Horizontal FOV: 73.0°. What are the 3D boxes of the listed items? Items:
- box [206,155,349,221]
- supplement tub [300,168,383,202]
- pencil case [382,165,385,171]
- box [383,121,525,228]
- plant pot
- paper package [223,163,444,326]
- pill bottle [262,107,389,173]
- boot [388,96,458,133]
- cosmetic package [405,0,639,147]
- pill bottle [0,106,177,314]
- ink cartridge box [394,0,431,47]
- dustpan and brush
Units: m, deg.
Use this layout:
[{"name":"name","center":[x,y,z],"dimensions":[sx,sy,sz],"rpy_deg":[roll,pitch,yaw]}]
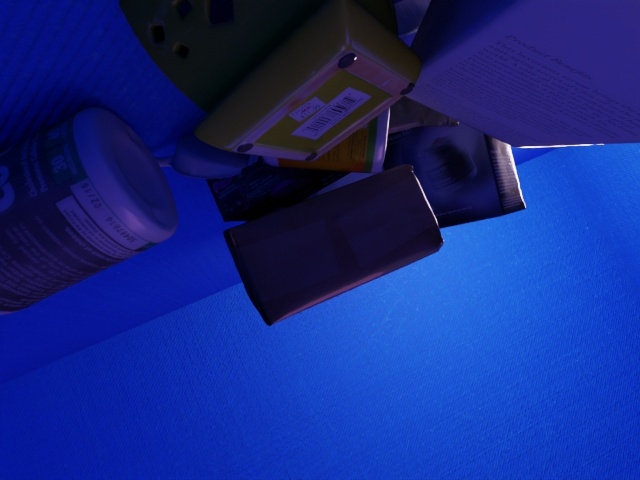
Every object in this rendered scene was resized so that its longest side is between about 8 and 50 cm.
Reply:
[{"name":"box","center":[-0.087,-0.152,0.891],"dimensions":[0.248,0.141,0.163],"rpy_deg":[-27,172,24]},{"name":"supplement tub","center":[0.017,-0.113,1.171],"dimensions":[0.207,0.206,0.338],"rpy_deg":[-21,170,-22]},{"name":"pencil case","center":[0.248,-0.191,1.470],"dimensions":[0.411,0.159,0.183],"rpy_deg":[-26,156,5]},{"name":"box","center":[0.342,-0.185,1.165],"dimensions":[0.297,0.293,0.183],"rpy_deg":[-14,179,43]},{"name":"plant pot","center":[-0.034,-0.217,0.474],"dimensions":[0.228,0.207,0.227],"rpy_deg":[-31,168,30]},{"name":"paper package","center":[0.000,0.000,0.823],"dimensions":[0.325,0.168,0.309],"rpy_deg":[-22,-174,-13]},{"name":"pill bottle","center":[-0.021,-0.183,0.690],"dimensions":[0.246,0.136,0.136],"rpy_deg":[4,170,2]},{"name":"boot","center":[0.166,-0.292,0.882],"dimensions":[0.209,0.189,0.076],"rpy_deg":[-5,151,16]},{"name":"cosmetic package","center":[0.250,-0.216,0.446],"dimensions":[0.453,0.230,0.161],"rpy_deg":[-107,-140,-78]},{"name":"pill bottle","center":[-0.411,-0.019,0.611],"dimensions":[0.362,0.204,0.204],"rpy_deg":[-26,171,3]},{"name":"ink cartridge box","center":[0.168,-0.339,0.744],"dimensions":[0.372,0.069,0.175],"rpy_deg":[-21,169,-7]},{"name":"dustpan and brush","center":[-0.228,-0.145,0.751],"dimensions":[0.212,0.147,0.060],"rpy_deg":[6,126,-7]}]
